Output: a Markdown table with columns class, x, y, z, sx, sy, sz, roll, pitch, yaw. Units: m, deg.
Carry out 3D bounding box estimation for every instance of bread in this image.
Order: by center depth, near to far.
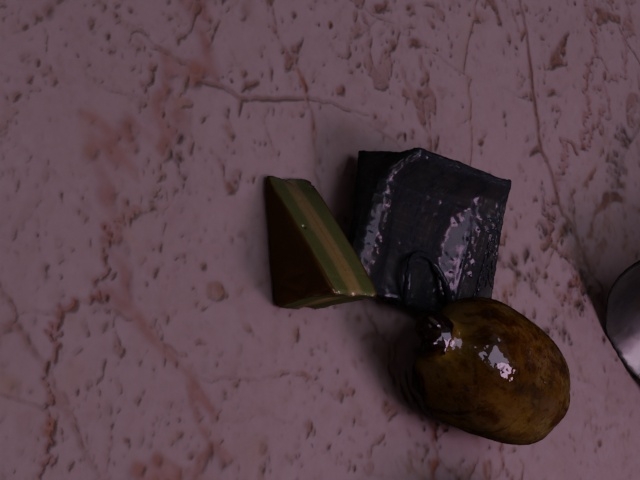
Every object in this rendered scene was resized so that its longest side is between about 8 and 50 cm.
| class | x | y | z | sx | sy | sz | roll | pitch | yaw |
| --- | --- | --- | --- | --- | --- | --- | --- | --- | --- |
| bread | -0.001 | -0.005 | 1.543 | 0.074 | 0.084 | 0.139 | 7 | 74 | -45 |

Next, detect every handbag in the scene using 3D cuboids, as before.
| class | x | y | z | sx | sy | sz | roll | pitch | yaw |
| --- | --- | --- | --- | --- | --- | --- | --- | --- | --- |
| handbag | 0.117 | -0.003 | 1.680 | 0.270 | 0.089 | 0.175 | 16 | 79 | -48 |

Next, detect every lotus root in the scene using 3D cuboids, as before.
| class | x | y | z | sx | sy | sz | roll | pitch | yaw |
| --- | --- | --- | --- | --- | --- | --- | --- | --- | --- |
| lotus root | 0.179 | 0.137 | 1.660 | 0.260 | 0.128 | 0.145 | 34 | 65 | -47 |

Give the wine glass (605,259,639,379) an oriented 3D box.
| class | x | y | z | sx | sy | sz | roll | pitch | yaw |
| --- | --- | --- | --- | --- | --- | --- | --- | --- | --- |
| wine glass | 0.554 | 0.008 | 2.038 | 0.267 | 0.267 | 0.406 | 57 | 40 | -20 |
